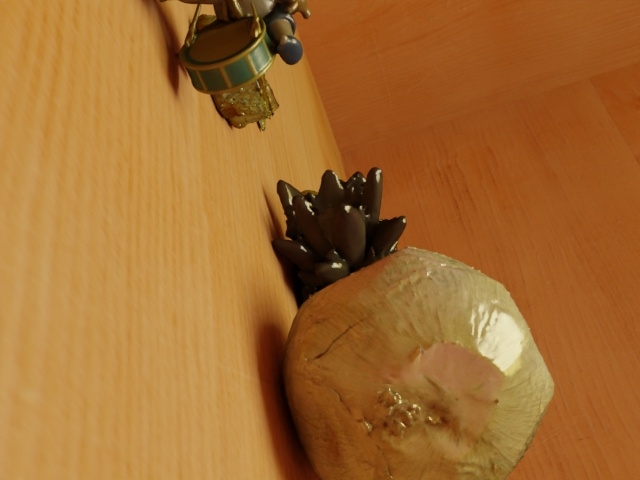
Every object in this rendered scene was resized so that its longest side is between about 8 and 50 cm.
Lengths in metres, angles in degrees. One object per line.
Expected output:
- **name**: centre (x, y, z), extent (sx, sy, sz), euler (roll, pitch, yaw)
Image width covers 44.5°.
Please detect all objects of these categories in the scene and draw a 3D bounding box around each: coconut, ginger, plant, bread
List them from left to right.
- **bread**: centre (-0.108, -0.221, 1.020), extent (0.140, 0.069, 0.128), euler (67, 9, -71)
- **ginger**: centre (-0.101, -0.254, 1.313), extent (0.057, 0.044, 0.137), euler (-23, 95, -66)
- **plant**: centre (0.034, 0.038, 1.201), extent (0.182, 0.194, 0.321), euler (-120, -167, -58)
- **coconut**: centre (0.103, 0.157, 0.869), extent (0.254, 0.297, 0.297), euler (139, -63, -73)

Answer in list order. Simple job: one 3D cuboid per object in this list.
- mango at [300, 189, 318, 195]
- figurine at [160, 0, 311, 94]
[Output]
- **mango**: centre (0.000, 0.002, 1.383), extent (0.191, 0.085, 0.122), euler (64, 16, -1)
- **figurine**: centre (-0.116, -0.286, 0.768), extent (0.158, 0.161, 0.276), euler (-72, 146, -42)
